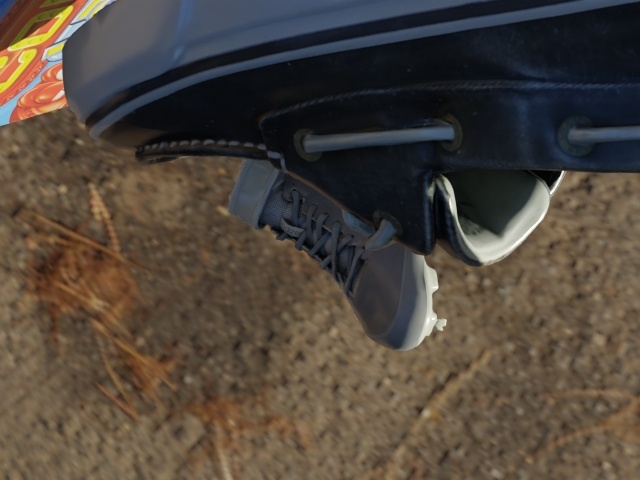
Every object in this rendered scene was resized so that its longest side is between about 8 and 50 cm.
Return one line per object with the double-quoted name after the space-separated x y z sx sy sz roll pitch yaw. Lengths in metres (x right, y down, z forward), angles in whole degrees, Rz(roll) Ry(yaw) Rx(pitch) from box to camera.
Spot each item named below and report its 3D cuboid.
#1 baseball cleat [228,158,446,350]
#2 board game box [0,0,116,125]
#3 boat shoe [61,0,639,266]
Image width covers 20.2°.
0.000 0.000 1.123 0.109 0.206 0.072 9 116 -23 "baseball cleat"
-0.034 -0.185 0.774 0.086 0.308 0.302 54 38 9 "board game box"
0.038 -0.048 0.594 0.121 0.335 0.119 -18 98 -46 "boat shoe"
